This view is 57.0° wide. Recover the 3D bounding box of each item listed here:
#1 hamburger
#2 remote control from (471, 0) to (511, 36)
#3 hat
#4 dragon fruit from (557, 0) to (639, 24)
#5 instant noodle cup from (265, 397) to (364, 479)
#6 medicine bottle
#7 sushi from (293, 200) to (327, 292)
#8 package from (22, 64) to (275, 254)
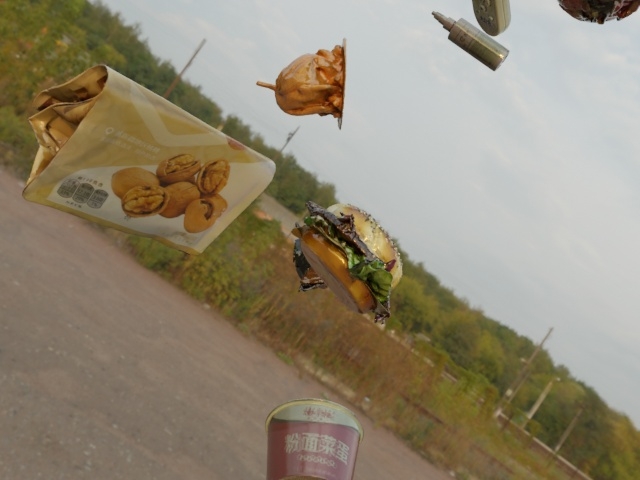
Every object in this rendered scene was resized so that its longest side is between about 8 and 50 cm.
[{"bbox_3d":[0.044,0.021,0.764,0.164,0.093,0.189,55,-10,-21],"label":"hamburger"},{"bbox_3d":[0.274,-0.437,0.967,0.078,0.042,0.221,58,-3,43],"label":"remote control"},{"bbox_3d":[-0.054,-0.419,1.558,0.233,0.245,0.233,2,10,-3],"label":"hat"},{"bbox_3d":[0.655,-0.623,1.359,0.244,0.299,0.245,13,-46,14],"label":"dragon fruit"},{"bbox_3d":[-0.020,0.492,1.309,0.234,0.234,0.179,37,31,-21],"label":"instant noodle cup"},{"bbox_3d":[0.333,-0.463,1.340,0.199,0.058,0.057,39,-2,8],"label":"medicine bottle"},{"bbox_3d":[0.001,0.000,1.520,0.140,0.287,0.149,3,-26,-6],"label":"sushi"},{"bbox_3d":[-0.258,-0.136,0.888,0.311,0.221,0.165,21,32,-48],"label":"package"}]
